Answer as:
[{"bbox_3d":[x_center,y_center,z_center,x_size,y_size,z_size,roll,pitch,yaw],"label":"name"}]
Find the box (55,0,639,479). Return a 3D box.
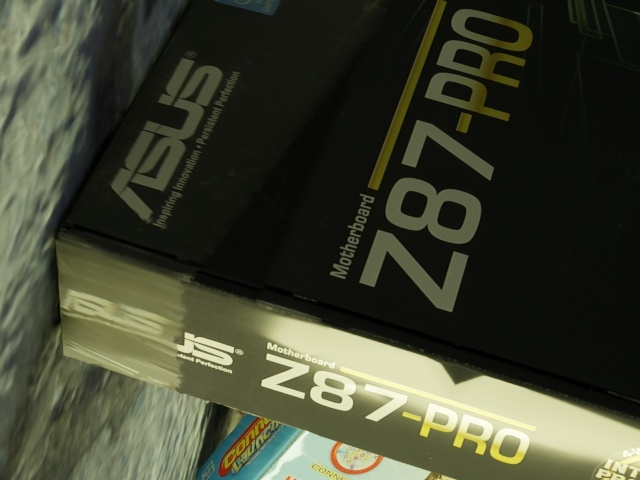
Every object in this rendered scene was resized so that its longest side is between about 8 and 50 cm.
[{"bbox_3d":[0.091,-0.066,0.675,0.097,0.318,0.395,98,11,-49],"label":"box"}]

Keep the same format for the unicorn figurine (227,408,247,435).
[{"bbox_3d":[-0.052,0.138,1.206,0.162,0.060,0.111,-92,-174,-54],"label":"unicorn figurine"}]

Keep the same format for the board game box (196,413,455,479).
[{"bbox_3d":[0.110,0.175,1.078,0.302,0.308,0.086,-50,-154,21],"label":"board game box"}]
